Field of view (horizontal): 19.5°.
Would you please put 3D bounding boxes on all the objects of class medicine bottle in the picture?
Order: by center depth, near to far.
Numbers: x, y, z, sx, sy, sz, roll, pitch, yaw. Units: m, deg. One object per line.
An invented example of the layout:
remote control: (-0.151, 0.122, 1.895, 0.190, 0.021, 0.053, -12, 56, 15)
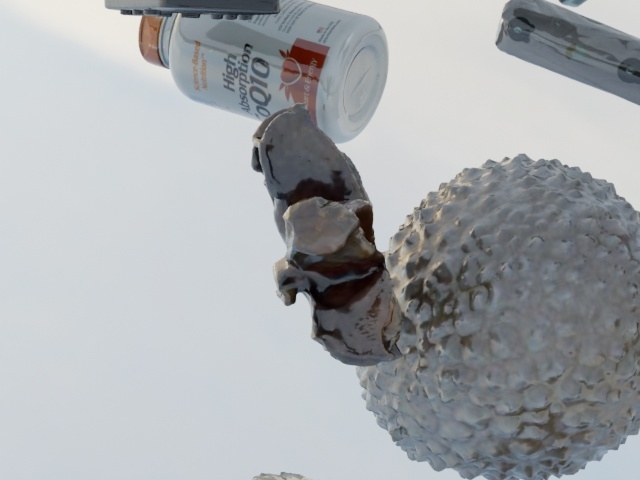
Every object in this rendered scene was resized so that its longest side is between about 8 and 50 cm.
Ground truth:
medicine bottle: (-0.075, -0.224, 2.228, 0.288, 0.157, 0.157, 18, -154, 24)

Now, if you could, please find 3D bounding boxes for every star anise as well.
star anise: (0.001, 0.002, 1.446, 0.220, 0.099, 0.214, -76, -38, -86)

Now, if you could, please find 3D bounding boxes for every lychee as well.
lychee: (0.165, 0.067, 1.614, 0.300, 0.300, 0.300, 18, -150, -11)

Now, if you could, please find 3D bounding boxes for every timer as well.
timer: (-0.143, -0.271, 2.039, 0.144, 0.055, 0.187, -2, -173, -30)

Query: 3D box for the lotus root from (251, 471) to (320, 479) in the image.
lotus root: (-0.019, 0.285, 1.893, 0.112, 0.081, 0.122, 14, -175, -22)

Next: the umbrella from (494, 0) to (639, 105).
umbrella: (0.352, -0.182, 2.027, 0.337, 0.073, 0.067, 22, -115, 10)

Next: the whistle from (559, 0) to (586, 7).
whistle: (0.247, -0.357, 1.866, 0.163, 0.163, 0.290, -3, -125, -38)
